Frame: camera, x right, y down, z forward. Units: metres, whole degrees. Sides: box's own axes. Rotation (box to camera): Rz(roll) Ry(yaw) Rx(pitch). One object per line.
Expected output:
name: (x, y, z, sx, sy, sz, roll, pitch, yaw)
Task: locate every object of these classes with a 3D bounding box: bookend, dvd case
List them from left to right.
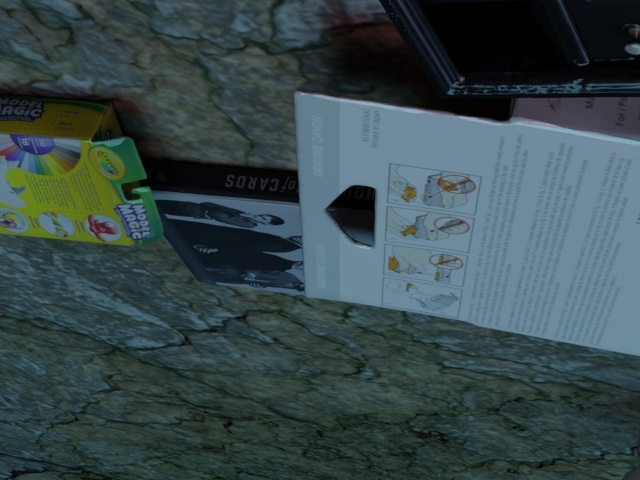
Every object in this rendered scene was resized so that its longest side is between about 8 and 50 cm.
dvd case: (0.000, 0.000, 1.145, 0.238, 0.030, 0.179, 5, 158, 15)
bookend: (0.107, -0.130, 0.690, 0.157, 0.072, 0.156, 2, 157, 23)

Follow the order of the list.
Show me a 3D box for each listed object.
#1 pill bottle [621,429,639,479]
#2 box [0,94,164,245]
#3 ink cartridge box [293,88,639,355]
pill bottle: (0.323, 0.282, 1.338, 0.161, 0.283, 0.161, 10, 160, 4)
box: (-0.194, -0.049, 1.068, 0.179, 0.043, 0.105, 7, 140, 18)
ink cartridge box: (0.110, -0.024, 0.953, 0.238, 0.060, 0.275, 11, 154, 6)
